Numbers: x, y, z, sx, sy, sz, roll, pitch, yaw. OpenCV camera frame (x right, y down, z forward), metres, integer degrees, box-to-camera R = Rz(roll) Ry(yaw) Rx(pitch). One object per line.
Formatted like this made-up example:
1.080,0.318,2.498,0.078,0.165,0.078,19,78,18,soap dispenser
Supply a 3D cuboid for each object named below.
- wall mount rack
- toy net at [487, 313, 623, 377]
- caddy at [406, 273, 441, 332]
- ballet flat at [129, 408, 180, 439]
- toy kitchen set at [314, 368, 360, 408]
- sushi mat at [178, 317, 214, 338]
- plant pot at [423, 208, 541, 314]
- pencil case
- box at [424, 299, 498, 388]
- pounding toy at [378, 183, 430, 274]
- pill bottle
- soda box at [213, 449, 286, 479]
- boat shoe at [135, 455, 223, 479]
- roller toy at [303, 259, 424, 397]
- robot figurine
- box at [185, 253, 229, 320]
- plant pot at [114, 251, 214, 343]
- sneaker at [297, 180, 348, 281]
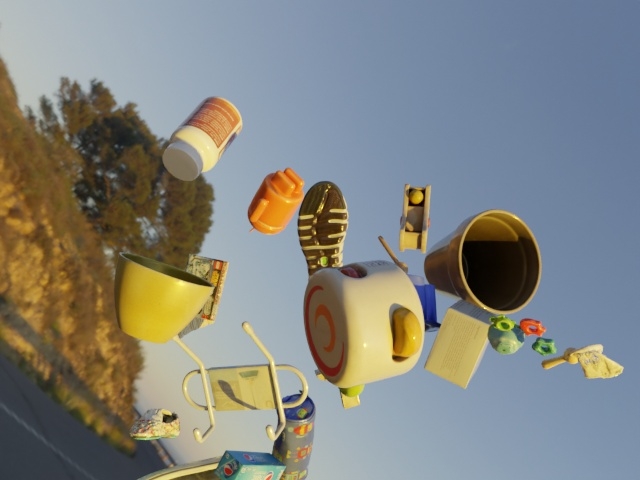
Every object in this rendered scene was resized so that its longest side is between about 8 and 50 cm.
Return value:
-0.219,0.332,1.430,0.350,0.130,0.304,-8,-82,18,wall mount rack
0.420,0.183,1.060,0.232,0.045,0.122,11,-47,18,toy net
0.174,0.203,1.680,0.341,0.179,0.241,-3,-16,27,caddy
-0.430,0.476,1.536,0.091,0.077,0.241,3,-17,4,ballet flat
0.031,0.298,1.218,0.083,0.068,0.075,-145,-138,-75,toy kitchen set
-0.440,0.253,2.024,0.019,0.151,0.316,56,-21,21,sushi mat
0.491,0.078,1.904,0.323,0.323,0.280,55,-24,-9,plant pot
-0.087,0.600,1.788,0.133,0.119,0.306,33,-51,38,pencil case
0.377,0.268,1.565,0.119,0.181,0.181,23,10,21,box
0.244,-0.038,1.750,0.155,0.269,0.154,4,-15,11,pounding toy
-0.281,-0.240,1.398,0.121,0.216,0.121,13,-45,13,pill bottle
-0.183,0.608,1.568,0.071,0.067,0.210,26,-6,35,soda box
-0.404,0.727,1.654,0.187,0.500,0.156,-42,-122,36,boat shoe
0.071,0.128,0.943,0.209,0.146,0.191,115,-39,-51,roller toy
-0.129,-0.106,1.696,0.128,0.158,0.219,23,-53,-17,robot figurine
-0.267,0.105,1.332,0.094,0.137,0.027,10,-7,21,box
-0.224,0.084,0.802,0.134,0.095,0.134,21,-2,1,plant pot
0.000,0.000,1.304,0.162,0.106,0.281,-106,-165,-76,sneaker
